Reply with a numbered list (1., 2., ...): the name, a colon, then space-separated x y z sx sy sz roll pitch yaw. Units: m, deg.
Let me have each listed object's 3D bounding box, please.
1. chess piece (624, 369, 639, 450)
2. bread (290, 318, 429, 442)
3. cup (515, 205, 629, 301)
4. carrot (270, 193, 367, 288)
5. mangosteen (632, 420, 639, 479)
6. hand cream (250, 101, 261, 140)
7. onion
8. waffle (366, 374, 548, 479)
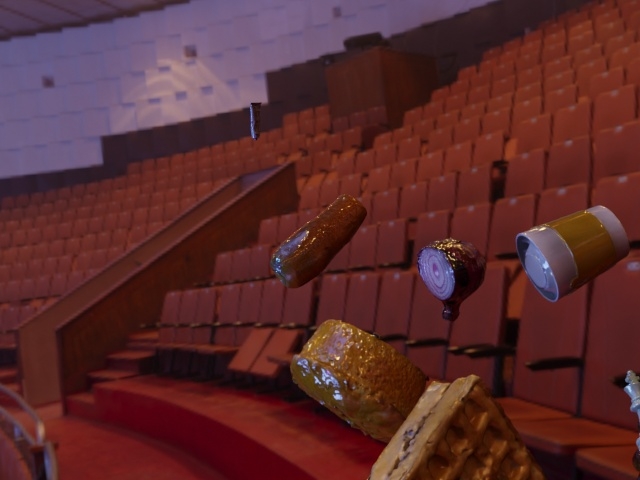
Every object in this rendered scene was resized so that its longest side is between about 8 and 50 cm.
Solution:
1. chess piece: 0.572 0.298 1.267 0.059 0.149 0.059 -2 -36 -1
2. bread: 0.099 0.382 1.923 0.398 0.215 0.398 31 -16 10
3. cup: 0.615 0.036 1.768 0.226 0.185 0.241 -26 -26 -3
4. carrot: 0.000 0.000 1.220 0.193 0.087 0.087 -43 9 -17
5. mangosteen: 0.877 0.595 1.700 0.293 0.297 0.297 23 -3 0
6. hand cream: -0.153 -0.281 1.687 0.030 0.093 0.019 -15 30 -32
7. onion: 0.347 0.102 1.852 0.140 0.217 0.195 -16 12 -28
8. waffle: 0.198 0.351 0.888 0.213 0.308 0.091 -44 13 -36
